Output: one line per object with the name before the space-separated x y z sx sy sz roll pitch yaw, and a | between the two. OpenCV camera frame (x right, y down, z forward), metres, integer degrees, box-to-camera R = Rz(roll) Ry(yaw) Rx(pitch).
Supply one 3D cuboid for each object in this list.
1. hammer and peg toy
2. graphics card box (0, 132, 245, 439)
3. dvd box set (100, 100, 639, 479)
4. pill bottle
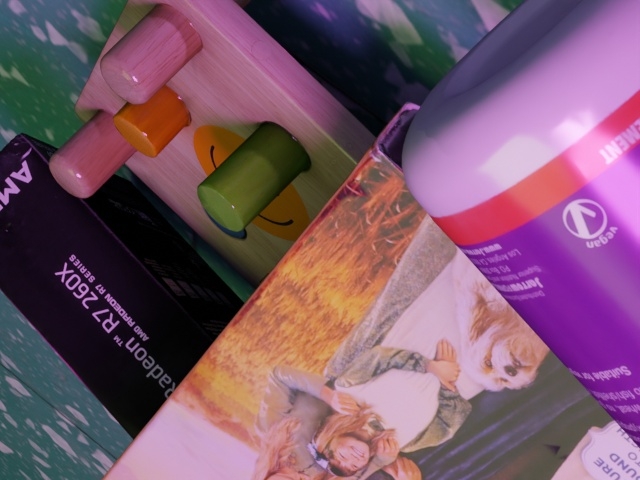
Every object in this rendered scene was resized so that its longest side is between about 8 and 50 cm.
hammer and peg toy | 0.000 0.000 1.208 0.361 0.127 0.266 44 157 -2
graphics card box | -0.085 0.094 1.379 0.371 0.094 0.233 47 -174 14
dvd box set | 0.047 0.160 1.106 0.307 0.062 0.420 41 129 1
pill bottle | 0.198 0.021 0.863 0.323 0.181 0.181 47 156 -10
